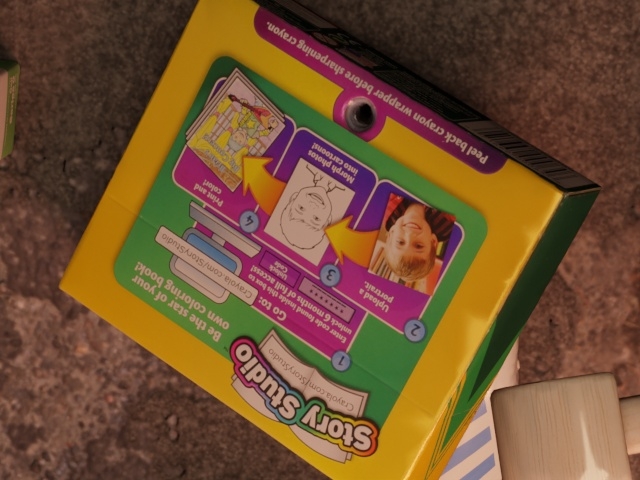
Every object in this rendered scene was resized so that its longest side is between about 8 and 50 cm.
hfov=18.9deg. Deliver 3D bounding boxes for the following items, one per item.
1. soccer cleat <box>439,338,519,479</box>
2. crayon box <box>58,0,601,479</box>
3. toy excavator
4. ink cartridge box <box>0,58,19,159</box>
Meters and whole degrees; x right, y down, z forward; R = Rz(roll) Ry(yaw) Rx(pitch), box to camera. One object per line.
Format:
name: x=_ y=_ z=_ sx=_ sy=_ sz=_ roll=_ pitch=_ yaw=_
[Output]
soccer cleat: x=0.131 y=0.135 z=1.719 sx=0.143 sy=0.116 sz=0.331 roll=16 pitch=103 yaw=-24
crayon box: x=0.000 y=0.000 z=1.625 sx=0.363 sy=0.106 sz=0.313 roll=34 pitch=107 yaw=19
toy excavator: x=0.352 y=0.117 z=1.483 sx=0.433 sy=0.445 sz=0.222 roll=-9 pitch=82 yaw=5
ink cartridge box: x=-0.356 y=-0.107 z=1.632 sx=0.154 sy=0.212 sz=0.093 roll=9 pitch=105 yaw=3
